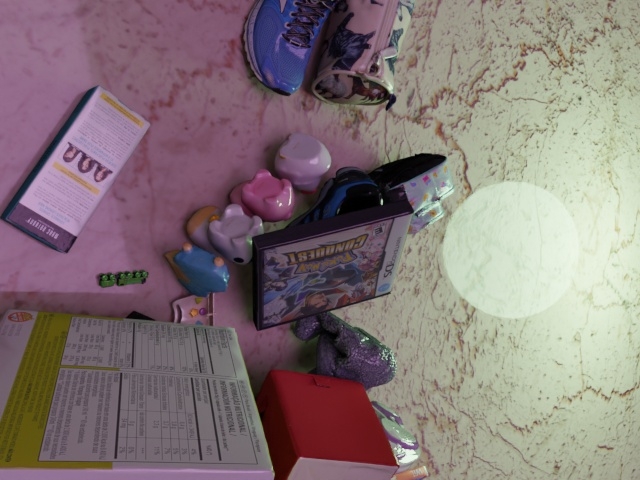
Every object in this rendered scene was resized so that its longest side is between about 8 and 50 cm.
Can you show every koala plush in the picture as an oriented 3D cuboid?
[{"bbox_3d":[0.025,0.272,1.227,0.196,0.203,0.221,33,88,-34],"label":"koala plush"}]

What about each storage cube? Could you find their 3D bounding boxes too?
[{"bbox_3d":[-0.012,0.356,1.064,0.215,0.193,0.183,16,114,-25],"label":"storage cube"}]

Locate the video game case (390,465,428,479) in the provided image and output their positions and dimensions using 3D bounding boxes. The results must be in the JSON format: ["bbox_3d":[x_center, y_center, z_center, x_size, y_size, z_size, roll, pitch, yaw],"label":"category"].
[{"bbox_3d":[0.049,0.515,1.258,0.285,0.204,0.025,1,55,-36],"label":"video game case"}]

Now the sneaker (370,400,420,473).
[{"bbox_3d":[0.108,0.414,1.237,0.114,0.305,0.152,33,88,4],"label":"sneaker"}]

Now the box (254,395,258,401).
[{"bbox_3d":[-0.193,0.428,1.149,0.270,0.060,0.216,-14,101,-34],"label":"box"}]

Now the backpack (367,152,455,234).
[{"bbox_3d":[0.181,-0.099,1.306,0.188,0.166,0.144,-37,111,-26],"label":"backpack"}]

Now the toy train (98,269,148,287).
[{"bbox_3d":[-0.325,0.064,1.053,0.083,0.017,0.023,-4,106,-35],"label":"toy train"}]

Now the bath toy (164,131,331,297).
[{"bbox_3d":[-0.115,-0.052,1.129,0.348,0.151,0.129,-48,154,-27],"label":"bath toy"}]

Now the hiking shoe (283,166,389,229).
[{"bbox_3d":[0.000,0.000,1.174,0.113,0.132,0.304,30,97,-23],"label":"hiking shoe"}]

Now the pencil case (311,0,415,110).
[{"bbox_3d":[0.110,-0.461,1.221,0.160,0.183,0.410,19,82,-34],"label":"pencil case"}]

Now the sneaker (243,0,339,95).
[{"bbox_3d":[-0.040,-0.424,1.138,0.130,0.147,0.330,10,88,-35],"label":"sneaker"}]

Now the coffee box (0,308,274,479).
[{"bbox_3d":[-0.273,0.323,0.822,0.334,0.338,0.337,7,108,-18],"label":"coffee box"}]

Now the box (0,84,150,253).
[{"bbox_3d":[-0.373,-0.109,0.978,0.100,0.060,0.244,38,72,-31],"label":"box"}]

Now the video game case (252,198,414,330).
[{"bbox_3d":[0.016,0.049,1.116,0.275,0.035,0.248,-14,144,-16],"label":"video game case"}]

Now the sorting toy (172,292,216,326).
[{"bbox_3d":[-0.222,0.128,1.118,0.075,0.045,0.083,-3,96,-28],"label":"sorting toy"}]

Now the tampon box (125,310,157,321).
[{"bbox_3d":[-0.282,0.217,1.042,0.120,0.101,0.161,-47,118,-23],"label":"tampon box"}]
